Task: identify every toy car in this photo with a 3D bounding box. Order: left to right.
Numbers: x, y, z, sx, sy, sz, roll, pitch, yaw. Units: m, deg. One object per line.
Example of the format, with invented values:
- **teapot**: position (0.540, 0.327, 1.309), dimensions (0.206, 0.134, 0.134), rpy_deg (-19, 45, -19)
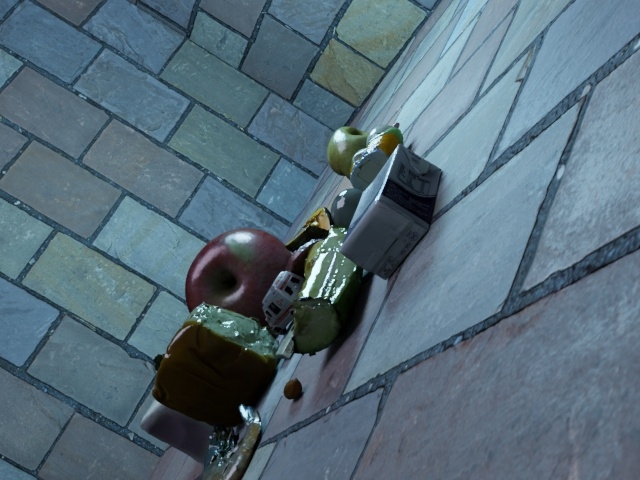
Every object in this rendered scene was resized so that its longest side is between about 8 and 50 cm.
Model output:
- **toy car**: position (-0.096, 0.161, 2.078), dimensions (0.089, 0.108, 0.209), rpy_deg (-62, 7, -32)

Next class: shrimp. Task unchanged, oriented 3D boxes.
- **shrimp**: position (-0.183, 0.423, 1.696), dimensions (0.178, 0.075, 0.289), rpy_deg (-49, 7, 9)

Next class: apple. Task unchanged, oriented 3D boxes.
- **apple**: position (-0.230, 0.130, 2.405), dimensions (0.344, 0.345, 0.269), rpy_deg (-58, -15, 4)

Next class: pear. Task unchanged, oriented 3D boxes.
- **pear**: position (0.098, -0.235, 2.221), dimensions (0.167, 0.167, 0.136), rpy_deg (-71, -13, -64)

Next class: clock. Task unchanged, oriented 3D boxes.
- **clock**: position (0.140, -0.205, 2.024), dimensions (0.231, 0.103, 0.144), rpy_deg (-50, 9, 44)

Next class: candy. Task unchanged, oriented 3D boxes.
- **candy**: position (-0.323, 0.413, 2.193), dimensions (0.145, 0.208, 0.358), rpy_deg (-54, 7, 26)

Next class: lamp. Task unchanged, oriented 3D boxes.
- **lamp**: position (0.074, -0.068, 1.858), dimensions (0.105, 0.105, 0.105), rpy_deg (-57, 6, 10)

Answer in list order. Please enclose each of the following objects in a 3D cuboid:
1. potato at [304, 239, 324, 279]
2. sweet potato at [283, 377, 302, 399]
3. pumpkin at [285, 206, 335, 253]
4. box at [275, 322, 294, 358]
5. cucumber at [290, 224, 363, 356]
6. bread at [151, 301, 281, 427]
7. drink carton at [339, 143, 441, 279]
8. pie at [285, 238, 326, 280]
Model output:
- **potato**: position (0.005, 0.056, 1.938), dimensions (0.107, 0.080, 0.170), rpy_deg (-43, 10, 22)
- **sweet potato**: position (-0.051, 0.279, 1.508), dimensions (0.034, 0.034, 0.095), rpy_deg (-62, -4, -27)
- **pumpkin**: position (-0.010, -0.007, 2.230), dimensions (0.119, 0.108, 0.183), rpy_deg (-44, 6, 39)
- **box**: position (-0.048, 0.200, 1.895), dimensions (0.166, 0.024, 0.090), rpy_deg (-59, 6, -15)
- **cucumber**: position (0.027, 0.086, 1.534), dimensions (0.325, 0.105, 0.145), rpy_deg (-69, -14, -60)
- **bread**: position (-0.255, 0.304, 1.956), dimensions (0.250, 0.279, 0.225), rpy_deg (-58, 20, 17)
- **drink carton**: position (0.125, -0.055, 1.415), dimensions (0.134, 0.102, 0.222), rpy_deg (-57, 6, 35)
- **pie**: position (-0.027, 0.053, 2.067), dimensions (0.155, 0.036, 0.154), rpy_deg (-29, -30, -19)
